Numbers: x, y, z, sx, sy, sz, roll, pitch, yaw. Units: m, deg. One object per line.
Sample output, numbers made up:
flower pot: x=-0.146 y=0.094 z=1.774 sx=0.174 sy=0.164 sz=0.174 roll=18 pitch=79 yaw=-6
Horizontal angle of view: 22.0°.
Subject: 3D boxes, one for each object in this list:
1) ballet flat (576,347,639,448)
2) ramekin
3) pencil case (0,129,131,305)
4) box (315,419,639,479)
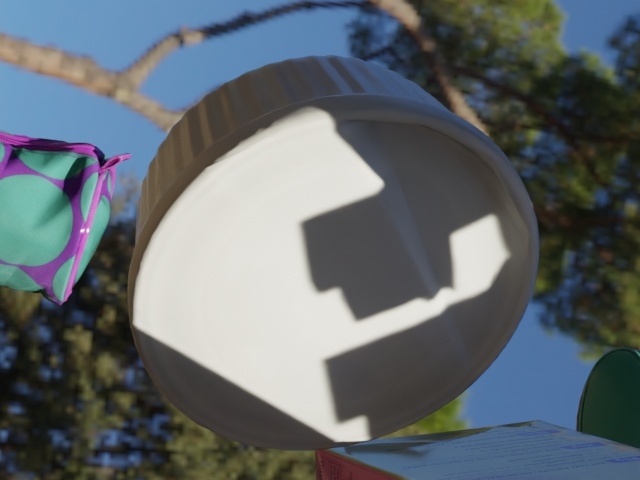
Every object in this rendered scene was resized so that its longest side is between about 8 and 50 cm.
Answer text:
ballet flat: x=0.319 y=0.253 z=1.616 sx=0.107 sy=0.106 sz=0.316 roll=-20 pitch=-136 yaw=24
ramekin: x=0.000 y=0.000 z=1.108 sx=0.127 sy=0.272 sz=0.273 roll=-113 pitch=-139 yaw=-54
pencil case: x=-0.158 y=-0.030 z=0.662 sx=0.064 sy=0.151 sz=0.070 roll=-72 pitch=-177 yaw=-78
box: x=0.145 y=0.217 z=1.204 sx=0.243 sy=0.213 sz=0.117 roll=7 pitch=-81 yaw=61
